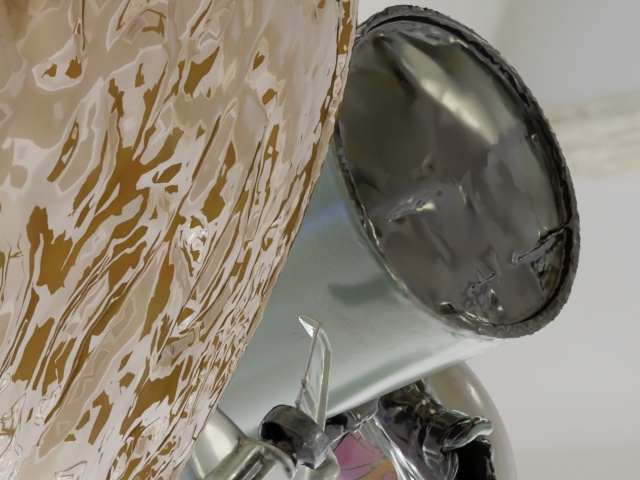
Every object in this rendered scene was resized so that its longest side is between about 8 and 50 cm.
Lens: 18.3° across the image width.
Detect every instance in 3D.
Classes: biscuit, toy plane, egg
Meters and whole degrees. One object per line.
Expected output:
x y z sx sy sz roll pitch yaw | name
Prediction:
-0.083 0.030 0.586 0.062 0.365 0.385 24 -112 14 | biscuit
-0.042 0.165 1.092 0.101 0.255 0.251 2 -141 46 | toy plane
0.084 0.208 1.898 0.196 0.196 0.271 -17 -126 1 | egg

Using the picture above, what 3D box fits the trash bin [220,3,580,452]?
0.000 0.000 1.285 0.262 0.277 0.217 -26 -165 41 | trash bin

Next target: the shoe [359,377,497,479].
0.091 0.147 1.474 0.071 0.169 0.099 -28 -174 -37 | shoe
